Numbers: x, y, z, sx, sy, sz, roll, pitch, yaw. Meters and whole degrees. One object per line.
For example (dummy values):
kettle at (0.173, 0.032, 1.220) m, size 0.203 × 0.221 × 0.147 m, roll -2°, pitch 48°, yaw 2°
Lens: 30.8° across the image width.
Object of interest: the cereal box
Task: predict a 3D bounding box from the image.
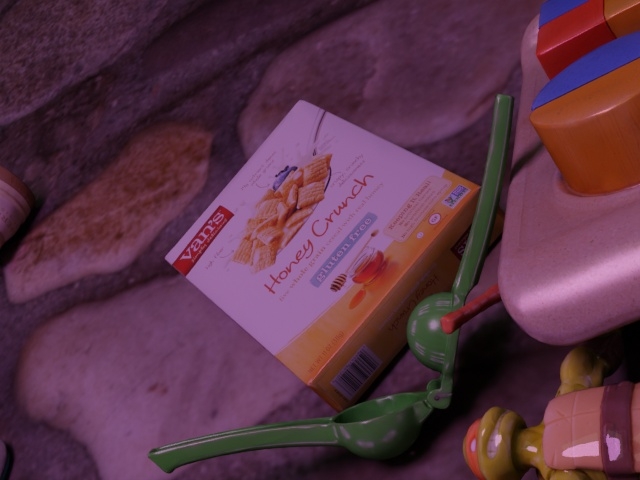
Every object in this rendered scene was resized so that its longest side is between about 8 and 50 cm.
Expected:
cereal box at (0.000, 0.000, 0.841) m, size 0.173 × 0.047 × 0.240 m, roll -50°, pitch 37°, yaw -6°

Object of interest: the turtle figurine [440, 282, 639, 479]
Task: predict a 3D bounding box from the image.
turtle figurine at (0.155, 0.105, 0.557) m, size 0.217 × 0.087 × 0.269 m, roll -9°, pitch 31°, yaw 26°

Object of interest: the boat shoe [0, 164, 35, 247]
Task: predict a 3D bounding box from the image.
boat shoe at (-0.429, -0.016, 1.222) m, size 0.302 × 0.109 × 0.098 m, roll -3°, pitch 53°, yaw 36°

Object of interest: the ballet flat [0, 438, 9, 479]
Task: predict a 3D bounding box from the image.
ballet flat at (-0.327, 0.239, 0.913) m, size 0.072 × 0.068 × 0.213 m, roll 12°, pitch 64°, yaw 48°

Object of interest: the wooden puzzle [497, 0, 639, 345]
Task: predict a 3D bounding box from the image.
wooden puzzle at (0.241, -0.124, 0.642) m, size 0.322 × 0.080 × 0.347 m, roll -25°, pitch 26°, yaw 25°

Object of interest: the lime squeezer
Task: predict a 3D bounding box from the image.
lime squeezer at (0.041, 0.060, 0.703) m, size 0.310 × 0.059 × 0.110 m, roll -47°, pitch 73°, yaw 9°
